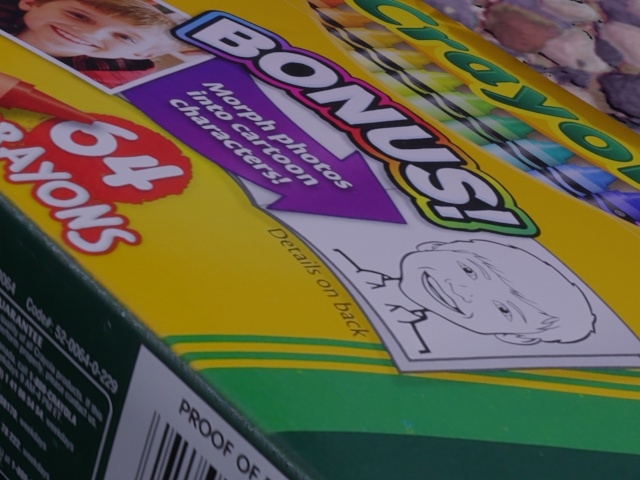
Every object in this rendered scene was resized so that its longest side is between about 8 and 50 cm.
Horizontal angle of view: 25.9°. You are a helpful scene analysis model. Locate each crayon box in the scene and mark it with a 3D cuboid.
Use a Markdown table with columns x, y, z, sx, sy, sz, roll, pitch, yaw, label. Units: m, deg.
| x | y | z | sx | sy | sz | roll | pitch | yaw | label |
| --- | --- | --- | --- | --- | --- | --- | --- | --- | --- |
| 0.000 | 0.000 | 0.532 | 0.313 | 0.106 | 0.363 | -14 | 43 | -45 | crayon box |
